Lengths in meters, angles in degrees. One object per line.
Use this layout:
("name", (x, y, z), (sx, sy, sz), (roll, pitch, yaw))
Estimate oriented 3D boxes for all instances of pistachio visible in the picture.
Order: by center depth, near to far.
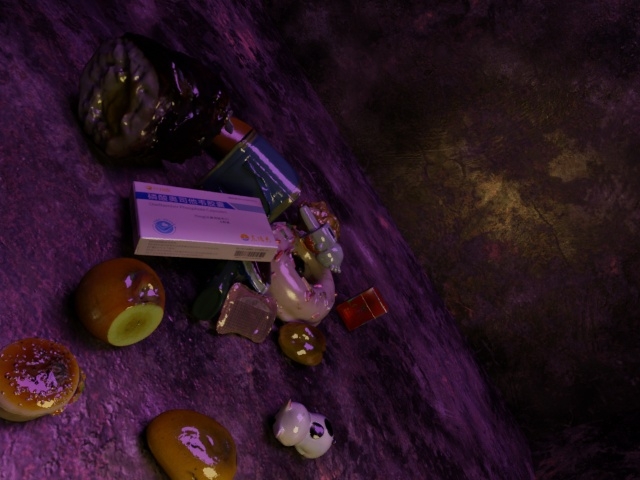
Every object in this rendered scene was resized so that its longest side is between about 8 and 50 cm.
("pistachio", (-0.047, 0.313, 1.357), (0.189, 0.100, 0.110), (44, 34, -33))

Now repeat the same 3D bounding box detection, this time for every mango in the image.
("mango", (-0.242, 0.397, 0.861), (0.195, 0.098, 0.137), (43, 31, -22))
("mango", (-0.308, -0.357, 1.616), (0.254, 0.139, 0.176), (36, 27, -30))

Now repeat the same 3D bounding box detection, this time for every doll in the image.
("doll", (-0.048, 0.476, 1.150), (0.180, 0.106, 0.111), (38, 51, -28))

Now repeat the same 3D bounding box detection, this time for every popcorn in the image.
("popcorn", (-0.023, -0.032, 1.728), (0.233, 0.192, 0.266), (-89, 159, -48))

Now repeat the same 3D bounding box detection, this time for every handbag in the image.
("handbag", (-0.214, -0.174, 1.408), (0.241, 0.263, 0.222), (47, 18, -16))

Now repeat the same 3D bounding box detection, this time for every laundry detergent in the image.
("laundry detergent", (-0.255, 0.101, 1.156), (0.062, 0.137, 0.211), (30, 26, -10))

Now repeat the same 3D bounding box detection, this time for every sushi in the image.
("sushi", (-0.420, -0.357, 1.178), (0.282, 0.299, 0.294), (62, 22, 9))

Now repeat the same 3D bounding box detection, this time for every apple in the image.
("apple", (-0.379, 0.113, 0.868), (0.163, 0.147, 0.146), (64, 24, 8))

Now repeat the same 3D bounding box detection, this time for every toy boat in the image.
("toy boat", (-0.218, 0.044, 1.299), (0.114, 0.115, 0.262), (25, 49, -62))

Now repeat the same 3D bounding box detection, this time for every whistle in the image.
("whistle", (0.001, 0.000, 1.486), (0.253, 0.105, 0.101), (61, -9, -10))

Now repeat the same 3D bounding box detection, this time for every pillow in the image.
("pillow", (-0.188, 0.196, 1.207), (0.211, 0.034, 0.136), (34, 71, -54))

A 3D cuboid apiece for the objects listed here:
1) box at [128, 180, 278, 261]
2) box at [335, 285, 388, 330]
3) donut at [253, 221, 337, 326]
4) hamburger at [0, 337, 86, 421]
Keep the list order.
("box", (-0.291, -0.043, 1.143), (0.342, 0.065, 0.200), (5, 42, -33))
("box", (0.160, 0.262, 1.747), (0.112, 0.175, 0.048), (59, 22, 4))
("donut", (-0.086, 0.104, 1.491), (0.382, 0.142, 0.383), (46, 25, -28))
("hamburger", (-0.438, 0.214, 0.704), (0.141, 0.081, 0.127), (42, 28, -32))
